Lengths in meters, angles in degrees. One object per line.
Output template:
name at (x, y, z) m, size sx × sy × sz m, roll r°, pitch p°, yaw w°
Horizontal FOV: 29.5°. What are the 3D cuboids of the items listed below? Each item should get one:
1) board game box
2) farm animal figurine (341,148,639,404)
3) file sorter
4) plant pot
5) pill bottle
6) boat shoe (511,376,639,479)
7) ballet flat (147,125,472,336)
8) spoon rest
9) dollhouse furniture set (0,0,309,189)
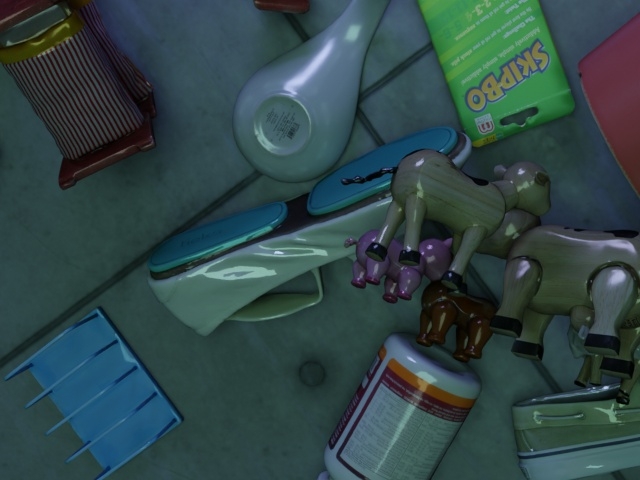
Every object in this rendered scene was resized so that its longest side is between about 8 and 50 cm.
board game box at (0.179, -0.242, 1.326) m, size 0.124 × 0.039 × 0.259 m, roll -20°, pitch 91°, yaw 12°
farm animal figurine at (0.204, 0.015, 1.209) m, size 0.326 × 0.330 × 0.172 m, roll 16°, pitch 73°, yaw 16°
file sorter at (-0.268, 0.187, 1.417) m, size 0.118 × 0.104 × 0.170 m, roll -37°, pitch 91°, yaw 12°
plant pot at (0.405, -0.152, 1.197) m, size 0.243 × 0.275 × 0.275 m, roll -28°, pitch 92°, yaw 22°
pill bottle at (0.078, 0.223, 1.357) m, size 0.121 × 0.121 × 0.221 m, roll 29°, pitch 101°, yaw 5°
boat shoe at (0.353, 0.187, 1.317) m, size 0.302 × 0.109 × 0.094 m, roll -18°, pitch 92°, yaw 14°
ballet flat at (0.000, 0.000, 1.352) m, size 0.400 × 0.139 × 0.139 m, roll -23°, pitch 93°, yaw 15°
spoon rest at (0.002, -0.185, 1.350) m, size 0.137 × 0.084 × 0.276 m, roll 37°, pitch 114°, yaw 4°
dollhouse furniture set at (-0.162, -0.243, 1.290) m, size 0.374 × 0.152 × 0.201 m, roll -26°, pitch 121°, yaw 8°
